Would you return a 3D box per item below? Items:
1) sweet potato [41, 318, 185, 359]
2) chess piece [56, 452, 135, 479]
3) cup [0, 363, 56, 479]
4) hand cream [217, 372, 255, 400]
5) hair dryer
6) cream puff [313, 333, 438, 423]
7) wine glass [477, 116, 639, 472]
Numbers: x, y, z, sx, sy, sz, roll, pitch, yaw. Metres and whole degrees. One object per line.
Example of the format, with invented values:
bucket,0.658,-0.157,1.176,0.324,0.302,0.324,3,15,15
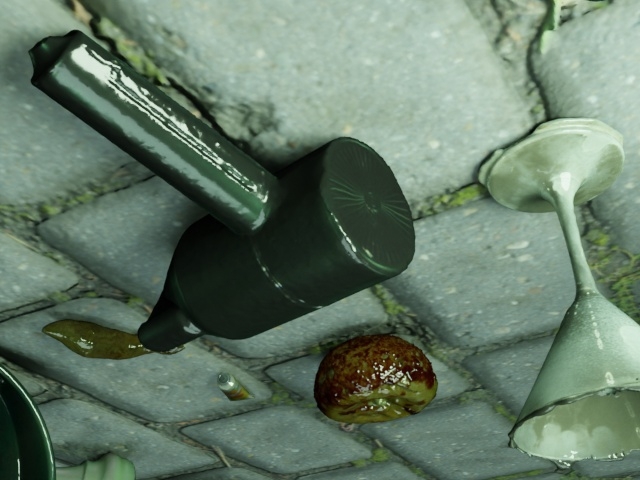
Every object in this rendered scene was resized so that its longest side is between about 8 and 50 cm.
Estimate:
sweet potato,-0.226,0.112,0.880,0.153,0.038,0.041,12,168,-26
chess piece,-0.421,0.350,1.191,0.271,0.139,0.139,26,140,-20
cup,-0.554,0.282,0.878,0.400,0.310,0.392,26,142,-37
hand cream,-0.110,0.191,1.036,0.035,0.022,0.102,-11,152,4
hair dryer,-0.112,-0.032,0.617,0.244,0.116,0.302,-27,130,33
cream puff,0.063,0.158,0.936,0.148,0.085,0.149,-4,152,-2
wine glass,0.196,0.033,0.604,0.156,0.232,0.156,-2,147,-2
